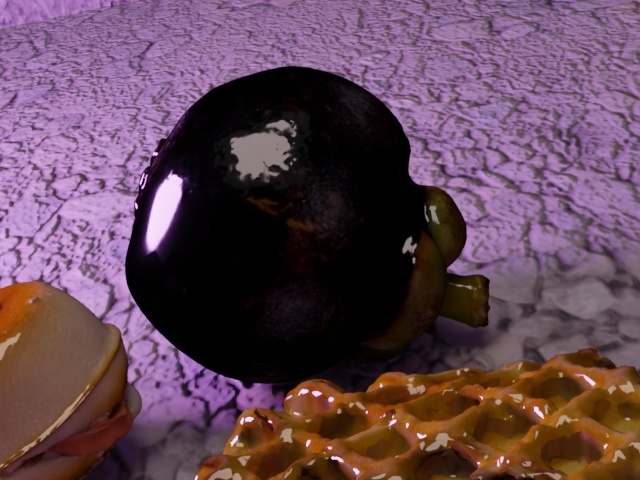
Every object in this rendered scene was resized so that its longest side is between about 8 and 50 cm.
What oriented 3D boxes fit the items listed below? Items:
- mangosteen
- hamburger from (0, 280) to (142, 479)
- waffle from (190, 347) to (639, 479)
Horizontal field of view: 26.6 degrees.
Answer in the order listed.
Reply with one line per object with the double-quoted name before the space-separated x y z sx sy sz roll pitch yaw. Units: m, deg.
"mangosteen" 0.000 0.000 1.100 0.302 0.275 0.275 23 27 -1
"hamburger" -0.252 0.128 1.023 0.237 0.147 0.237 -22 19 8
"waffle" 0.073 0.174 0.755 0.324 0.151 0.261 -5 27 13
